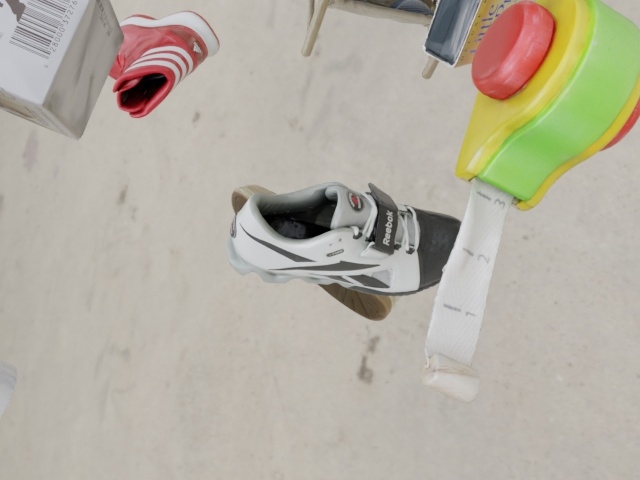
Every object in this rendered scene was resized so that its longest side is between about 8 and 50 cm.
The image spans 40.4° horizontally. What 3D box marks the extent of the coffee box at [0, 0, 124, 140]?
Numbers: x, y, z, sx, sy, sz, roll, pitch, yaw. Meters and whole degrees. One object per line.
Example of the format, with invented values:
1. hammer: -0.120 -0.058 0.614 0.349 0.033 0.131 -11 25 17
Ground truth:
1. coffee box: -0.336 -0.206 0.742 0.168 0.297 0.119 148 145 -84

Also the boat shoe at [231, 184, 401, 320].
1. boat shoe: 0.000 0.000 1.329 0.098 0.302 0.109 -49 -13 -30

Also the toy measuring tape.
1. toy measuring tape: 0.147 -0.056 0.580 0.121 0.121 0.330 -8 58 54

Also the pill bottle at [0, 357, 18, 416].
1. pill bottle: -0.488 0.154 1.063 0.119 0.208 0.119 -34 37 30

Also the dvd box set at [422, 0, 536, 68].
1. dvd box set: 0.322 -0.413 1.215 0.062 0.420 0.308 35 126 26

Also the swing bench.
1. swing bench: 0.122 -0.426 1.477 0.255 0.253 0.165 129 146 -59

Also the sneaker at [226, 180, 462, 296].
1. sneaker: 0.051 -0.009 1.118 0.146 0.330 0.122 111 155 -60

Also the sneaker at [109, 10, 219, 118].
1. sneaker: -0.232 -0.210 1.061 0.221 0.087 0.128 -5 39 50
